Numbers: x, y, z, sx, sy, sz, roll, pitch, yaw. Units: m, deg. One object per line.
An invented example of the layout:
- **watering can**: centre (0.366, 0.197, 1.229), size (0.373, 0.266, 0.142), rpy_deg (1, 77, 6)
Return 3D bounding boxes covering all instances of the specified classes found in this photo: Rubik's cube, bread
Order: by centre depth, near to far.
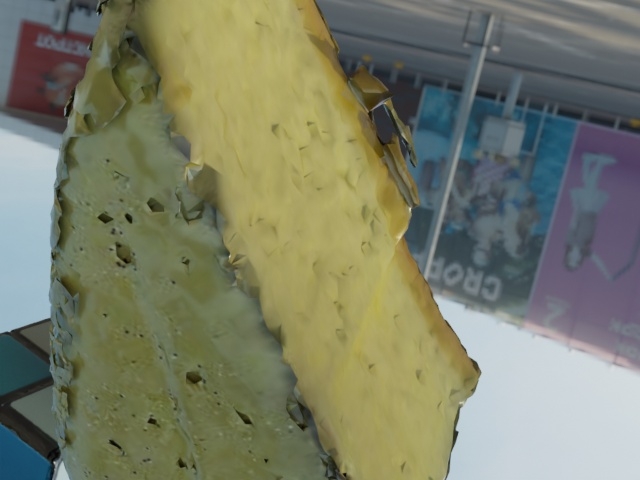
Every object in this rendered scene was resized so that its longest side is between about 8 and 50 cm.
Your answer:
- **bread**: centre (0.000, 0.000, 0.556), size (0.279, 0.315, 0.248), rpy_deg (25, -138, 3)
- **Rubik's cube**: centre (-0.256, 0.196, 0.958), size (0.167, 0.183, 0.180), rpy_deg (28, -153, 25)
